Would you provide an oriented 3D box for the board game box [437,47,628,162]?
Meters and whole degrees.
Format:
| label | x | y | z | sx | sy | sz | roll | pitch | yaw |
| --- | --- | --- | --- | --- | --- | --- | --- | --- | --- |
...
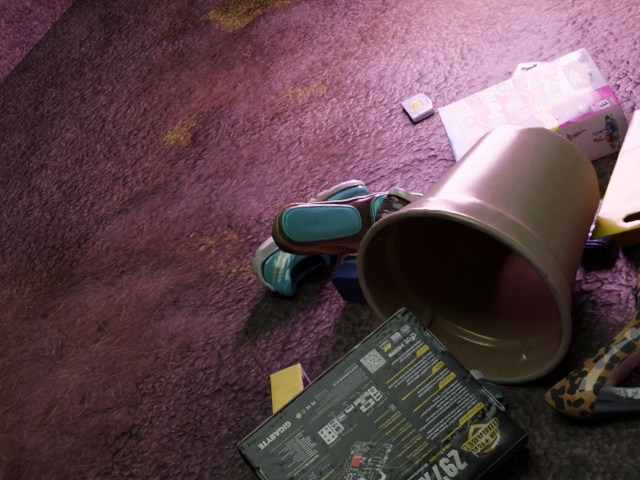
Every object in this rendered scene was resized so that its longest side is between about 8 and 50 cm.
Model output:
| label | x | y | z | sx | sy | sz | roll | pitch | yaw |
| --- | --- | --- | --- | --- | --- | --- | --- | --- | --- |
| board game box | 0.391 | -0.213 | 2.009 | 0.303 | 0.097 | 0.224 | -22 | 35 | 10 |

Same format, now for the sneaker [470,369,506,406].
| label | x | y | z | sx | sy | sz | roll | pitch | yaw |
| --- | --- | --- | --- | --- | --- | --- | --- | --- | --- |
| sneaker | 0.207 | 0.263 | 1.574 | 0.076 | 0.065 | 0.166 | 25 | 65 | 40 |

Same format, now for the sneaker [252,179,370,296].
| label | x | y | z | sx | sy | sz | roll | pitch | yaw |
| --- | --- | --- | --- | --- | --- | --- | --- | --- | --- |
| sneaker | 0.000 | 0.000 | 2.031 | 0.275 | 0.107 | 0.110 | -44 | 57 | -13 |

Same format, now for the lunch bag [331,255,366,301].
| label | x | y | z | sx | sy | sz | roll | pitch | yaw |
| --- | --- | --- | --- | --- | --- | --- | --- | --- | --- |
| lunch bag | 0.072 | 0.064 | 1.903 | 0.098 | 0.067 | 0.065 | 1 | 45 | 37 |

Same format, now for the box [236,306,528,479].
| label | x | y | z | sx | sy | sz | roll | pitch | yaw |
| --- | --- | --- | --- | --- | --- | --- | --- | --- | --- |
| box | 0.085 | 0.287 | 1.510 | 0.322 | 0.079 | 0.257 | -39 | 68 | -12 |

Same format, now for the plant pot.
| label | x | y | z | sx | sy | sz | roll | pitch | yaw |
| --- | --- | --- | --- | --- | --- | --- | --- | --- | --- |
| plant pot | 0.272 | -0.005 | 1.649 | 0.334 | 0.333 | 0.305 | 3 | 41 | 37 |

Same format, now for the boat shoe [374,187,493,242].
| label | x | y | z | sx | sy | sz | roll | pitch | yaw |
| --- | --- | --- | --- | --- | --- | --- | --- | --- | --- |
| boat shoe | 0.202 | -0.007 | 1.844 | 0.228 | 0.081 | 0.068 | 29 | 75 | 13 |

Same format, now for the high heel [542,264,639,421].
| label | x | y | z | sx | sy | sz | roll | pitch | yaw |
| --- | --- | --- | --- | --- | --- | --- | --- | --- | --- |
| high heel | 0.410 | 0.133 | 1.550 | 0.186 | 0.093 | 0.261 | -6 | 53 | 19 |

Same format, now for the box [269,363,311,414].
| label | x | y | z | sx | sy | sz | roll | pitch | yaw |
| --- | --- | --- | --- | --- | --- | --- | --- | --- | --- |
| box | -0.032 | 0.302 | 1.663 | 0.058 | 0.087 | 0.232 | -21 | 37 | 11 |

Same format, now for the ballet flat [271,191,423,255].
| label | x | y | z | sx | sy | sz | roll | pitch | yaw |
| --- | --- | --- | --- | --- | --- | --- | --- | --- | --- |
| ballet flat | 0.075 | -0.017 | 1.934 | 0.343 | 0.124 | 0.116 | -6 | 73 | -16 |

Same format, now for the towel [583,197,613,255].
| label | x | y | z | sx | sy | sz | roll | pitch | yaw |
| --- | --- | --- | --- | --- | --- | --- | --- | --- | --- |
| towel | 0.456 | -0.024 | 1.785 | 0.067 | 0.029 | 0.119 | -1 | 44 | 32 |

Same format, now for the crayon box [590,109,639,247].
| label | x | y | z | sx | sy | sz | roll | pitch | yaw |
| --- | --- | --- | --- | --- | --- | --- | --- | --- | --- |
| crayon box | 0.567 | -0.108 | 1.725 | 0.202 | 0.081 | 0.318 | -18 | 32 | 46 |

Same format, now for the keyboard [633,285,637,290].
| label | x | y | z | sx | sy | sz | roll | pitch | yaw |
| --- | --- | --- | --- | --- | --- | --- | --- | --- | --- |
| keyboard | 0.569 | 0.058 | 1.613 | 0.180 | 0.023 | 0.108 | -27 | 35 | 3 |

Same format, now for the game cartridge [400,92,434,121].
| label | x | y | z | sx | sy | sz | roll | pitch | yaw |
| --- | --- | --- | --- | --- | --- | --- | --- | --- | --- |
| game cartridge | 0.208 | -0.283 | 2.288 | 0.056 | 0.017 | 0.083 | -25 | 35 | -1 |

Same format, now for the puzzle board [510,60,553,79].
| label | x | y | z | sx | sy | sz | roll | pitch | yaw |
| --- | --- | --- | --- | --- | --- | --- | --- | --- | --- |
| puzzle board | 0.446 | -0.335 | 2.194 | 0.128 | 0.011 | 0.096 | 1 | 45 | 36 |
